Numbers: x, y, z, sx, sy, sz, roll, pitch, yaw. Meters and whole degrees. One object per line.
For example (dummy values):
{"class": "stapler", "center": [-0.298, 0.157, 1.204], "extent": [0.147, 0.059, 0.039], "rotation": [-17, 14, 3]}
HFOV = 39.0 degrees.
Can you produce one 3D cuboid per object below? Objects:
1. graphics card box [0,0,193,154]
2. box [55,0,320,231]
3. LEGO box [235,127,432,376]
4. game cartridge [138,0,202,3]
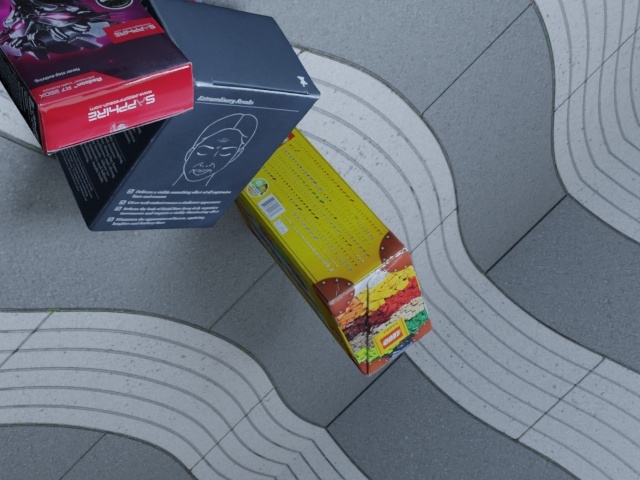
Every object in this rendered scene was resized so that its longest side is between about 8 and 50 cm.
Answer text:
{"class": "graphics card box", "center": [-0.375, -0.302, 1.346], "extent": [0.232, 0.371, 0.094], "rotation": [-22, 144, -25]}
{"class": "box", "center": [-0.251, -0.216, 1.644], "extent": [0.293, 0.212, 0.395], "rotation": [-2, 146, -47]}
{"class": "LEGO box", "center": [0.000, 0.000, 1.976], "extent": [0.193, 0.500, 0.372], "rotation": [-36, 148, -7]}
{"class": "game cartridge", "center": [-0.306, -0.414, 1.581], "extent": [0.196, 0.060, 0.294], "rotation": [-2, 131, -40]}
